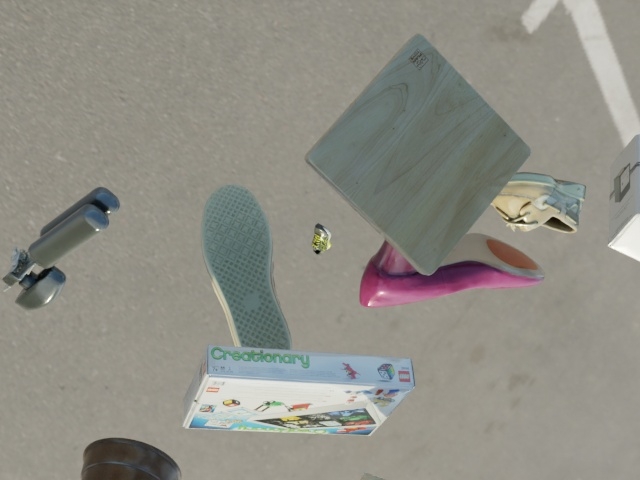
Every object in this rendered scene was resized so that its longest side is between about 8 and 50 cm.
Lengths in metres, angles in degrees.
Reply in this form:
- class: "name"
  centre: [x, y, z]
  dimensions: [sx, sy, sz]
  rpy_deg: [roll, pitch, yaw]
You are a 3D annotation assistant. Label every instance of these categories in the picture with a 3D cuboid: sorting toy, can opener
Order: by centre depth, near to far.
- class: "can opener"
  centre: [-0.377, 0.012, 1.398]
  dimensions: [0.093, 0.074, 0.280]
  rpy_deg: [38, 133, -20]
- class: "sorting toy"
  centre: [0.139, -0.125, 1.445]
  dimensions: [0.255, 0.089, 0.257]
  rpy_deg: [44, 77, -12]

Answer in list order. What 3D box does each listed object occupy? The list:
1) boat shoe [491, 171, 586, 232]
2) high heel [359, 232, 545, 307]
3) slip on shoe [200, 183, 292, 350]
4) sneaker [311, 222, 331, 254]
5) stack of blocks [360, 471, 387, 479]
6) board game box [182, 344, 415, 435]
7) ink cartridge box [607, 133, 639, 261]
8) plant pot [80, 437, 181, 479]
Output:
- class: "boat shoe"
  centre: [0.372, -0.064, 1.711]
  dimensions: [0.302, 0.109, 0.098]
  rpy_deg: [6, 87, -44]
- class: "high heel"
  centre: [0.263, 0.078, 1.933]
  dimensions: [0.377, 0.127, 0.181]
  rpy_deg: [13, 122, -19]
- class: "slip on shoe"
  centre: [-0.126, 0.067, 1.619]
  dimensions: [0.123, 0.331, 0.101]
  rpy_deg: [-15, 169, -8]
- class: "sneaker"
  centre: [0.000, 0.000, 1.795]
  dimensions: [0.035, 0.031, 0.083]
  rpy_deg: [-48, 152, -21]
- class: "stack of blocks"
  centre: [0.164, 0.476, 1.462]
  dimensions: [0.087, 0.171, 0.297]
  rpy_deg: [-62, 145, -26]
- class: "board game box"
  centre: [-0.037, 0.226, 1.417]
  dimensions: [0.305, 0.053, 0.193]
  rpy_deg: [6, 147, -17]
- class: "ink cartridge box"
  centre: [0.717, -0.070, 2.006]
  dimensions: [0.273, 0.198, 0.115]
  rpy_deg: [-70, -173, -45]
- class: "plant pot"
  centre: [-0.323, 0.429, 1.531]
  dimensions: [0.165, 0.167, 0.167]
  rpy_deg: [-78, 165, -46]
